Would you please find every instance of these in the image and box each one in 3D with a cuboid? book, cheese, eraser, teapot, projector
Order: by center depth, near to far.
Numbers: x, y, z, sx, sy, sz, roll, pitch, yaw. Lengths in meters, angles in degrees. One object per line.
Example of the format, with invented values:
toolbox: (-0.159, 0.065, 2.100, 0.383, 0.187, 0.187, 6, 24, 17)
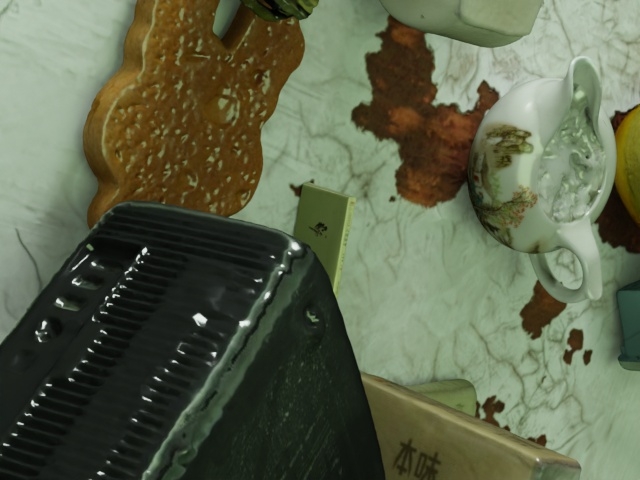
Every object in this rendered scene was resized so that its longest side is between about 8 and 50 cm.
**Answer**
projector: (-0.129, 0.235, 1.269, 0.395, 0.242, 0.405, -56, 146, -36)
eraser: (0.101, 0.236, 1.486, 0.078, 0.343, 0.144, 15, 93, -45)
book: (0.000, 0.000, 1.512, 0.014, 0.077, 0.111, 3, 101, -43)
teapot: (0.268, -0.073, 1.664, 0.204, 0.139, 0.298, -26, 117, -33)
cheese: (0.110, 0.199, 1.677, 0.194, 0.043, 0.065, -4, 110, -43)

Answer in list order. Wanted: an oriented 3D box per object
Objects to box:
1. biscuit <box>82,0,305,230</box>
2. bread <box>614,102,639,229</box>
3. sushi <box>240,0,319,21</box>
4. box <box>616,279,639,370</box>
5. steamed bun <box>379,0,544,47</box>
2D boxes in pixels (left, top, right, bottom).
biscuit: (-0.133, -0.114, 1.395, 0.202, 0.047, 0.333, 19, 89, -40)
bread: (0.501, -0.094, 1.801, 0.270, 0.148, 0.269, 7, 70, -21)
sushi: (0.022, -0.333, 1.377, 0.139, 0.131, 0.291, 41, 69, -35)
box: (0.499, 0.103, 1.852, 0.162, 0.227, 0.130, -21, 99, -32)
steamed bun: (0.149, -0.327, 1.476, 0.146, 0.164, 0.241, 8, 97, -41)
